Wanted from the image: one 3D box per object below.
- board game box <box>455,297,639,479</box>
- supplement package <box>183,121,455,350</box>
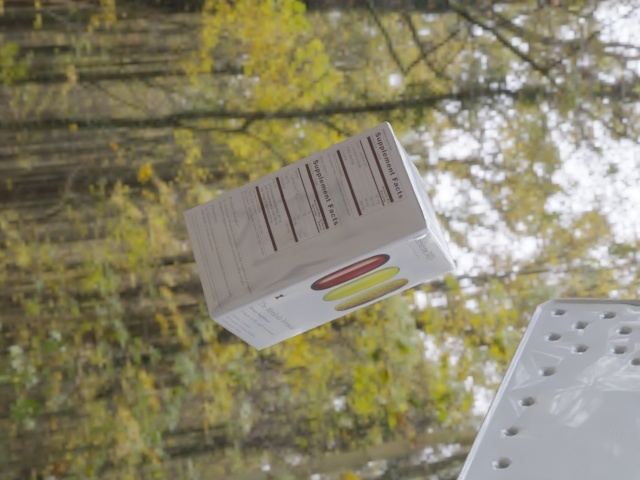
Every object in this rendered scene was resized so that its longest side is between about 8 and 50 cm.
[{"bbox_3d":[0.296,0.154,0.711,0.390,0.389,0.050,-49,132,-55],"label":"board game box"},{"bbox_3d":[0.000,0.000,1.173,0.139,0.244,0.134,45,24,-62],"label":"supplement package"}]
